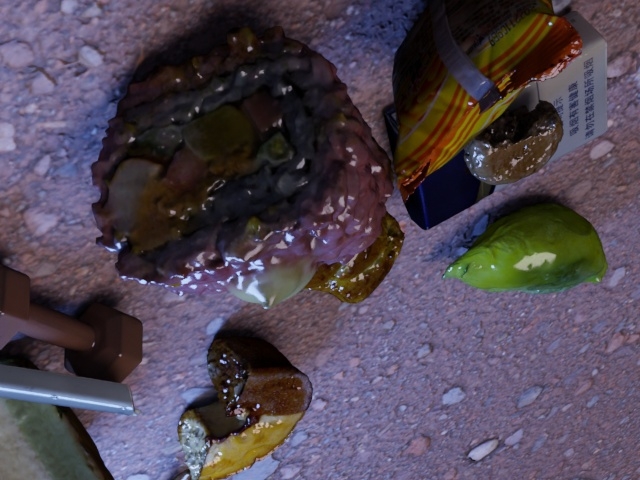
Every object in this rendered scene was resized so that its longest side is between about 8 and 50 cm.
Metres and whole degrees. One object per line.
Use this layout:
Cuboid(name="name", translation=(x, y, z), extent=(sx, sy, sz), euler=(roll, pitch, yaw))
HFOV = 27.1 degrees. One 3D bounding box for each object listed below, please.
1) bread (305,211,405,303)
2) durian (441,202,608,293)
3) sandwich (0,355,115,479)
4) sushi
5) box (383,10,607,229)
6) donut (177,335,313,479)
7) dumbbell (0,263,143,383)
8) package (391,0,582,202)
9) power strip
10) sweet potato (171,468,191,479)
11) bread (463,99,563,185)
Cuboid(name="bread", translation=(0.000, 0.000, 1.466), extent=(0.172, 0.103, 0.132), euler=(24, 108, -47))
Cuboid(name="durian", translation=(0.279, 0.020, 1.723), extent=(0.250, 0.101, 0.139), euler=(1, 131, -41))
Cuboid(name="sandwich", translation=(-0.333, 0.248, 1.480), extent=(0.155, 0.227, 0.198), euler=(-31, 180, -10))
Cuboid(name="sushi", translation=(-0.072, -0.047, 1.236), extent=(0.270, 0.236, 0.171), euler=(-24, 160, 8))
Cuboid(name="box", translation=(0.202, -0.133, 1.508), extent=(0.259, 0.071, 0.168), euler=(-30, 144, -9))
Cuboid(name="donut", translation=(-0.095, 0.198, 1.632), extent=(0.141, 0.085, 0.217), euler=(-3, 134, -38))
Cuboid(name="dumbbell", translation=(-0.276, 0.087, 1.354), extent=(0.231, 0.092, 0.082), euler=(29, 83, -53))
Cuboid(name="package", translation=(0.142, -0.181, 1.288), extent=(0.108, 0.288, 0.223), euler=(34, 116, -12))
Cuboid(name="power strip", translation=(-0.308, 0.148, 1.360), extent=(0.252, 0.027, 0.060), euler=(10, 164, -11))
Cuboid(name="sweet potato", translation=(-0.235, 0.388, 1.755), extent=(0.067, 0.059, 0.281), euler=(24, 115, -38))
Cuboid(name="bread", translation=(0.202, -0.104, 1.430), extent=(0.113, 0.060, 0.082), euler=(-19, 139, -18))
